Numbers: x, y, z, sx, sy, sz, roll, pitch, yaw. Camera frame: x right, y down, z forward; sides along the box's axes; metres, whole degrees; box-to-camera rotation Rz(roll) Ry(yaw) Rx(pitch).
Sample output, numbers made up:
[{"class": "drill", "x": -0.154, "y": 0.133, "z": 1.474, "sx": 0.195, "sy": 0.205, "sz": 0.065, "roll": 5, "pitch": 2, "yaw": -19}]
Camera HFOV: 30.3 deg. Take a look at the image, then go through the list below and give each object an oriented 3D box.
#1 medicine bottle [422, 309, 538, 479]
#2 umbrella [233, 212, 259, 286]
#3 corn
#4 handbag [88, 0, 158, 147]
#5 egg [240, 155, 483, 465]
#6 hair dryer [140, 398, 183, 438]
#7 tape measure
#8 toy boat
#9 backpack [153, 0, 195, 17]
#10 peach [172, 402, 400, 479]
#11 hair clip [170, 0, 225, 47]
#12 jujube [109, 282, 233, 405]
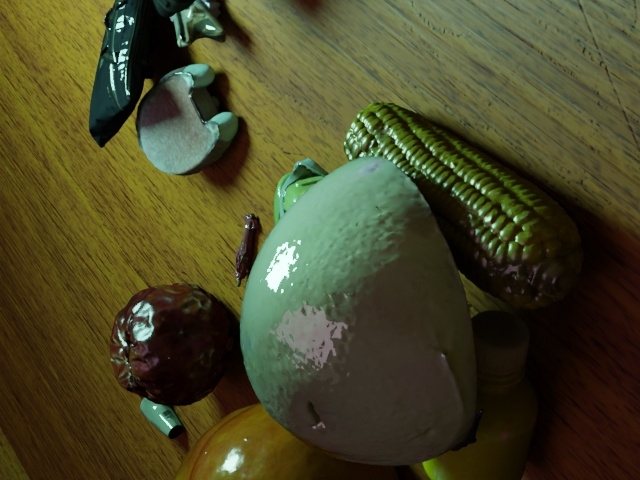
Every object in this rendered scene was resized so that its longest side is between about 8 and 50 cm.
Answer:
[{"class": "medicine bottle", "x": 0.183, "y": 0.178, "z": 1.314, "sx": 0.122, "sy": 0.121, "sz": 0.213, "roll": 44, "pitch": 141, "yaw": 40}, {"class": "umbrella", "x": -0.120, "y": 0.018, "z": 1.860, "sx": 0.165, "sy": 0.025, "sz": 0.027, "roll": 105, "pitch": 159, "yaw": -44}, {"class": "corn", "x": 0.145, "y": -0.045, "z": 1.252, "sx": 0.363, "sy": 0.120, "sz": 0.120, "roll": 46, "pitch": 144, "yaw": 46}, {"class": "handbag", "x": -0.311, "y": -0.300, "z": 1.887, "sx": 0.211, "sy": 0.088, "sz": 0.254, "roll": 142, "pitch": 136, "yaw": -62}, {"class": "egg", "x": 0.017, "y": 0.088, "z": 1.243, "sx": 0.337, "sy": 0.201, "sz": 0.337, "roll": 50, "pitch": 149, "yaw": 46}, {"class": "hair dryer", "x": -0.317, "y": 0.312, "z": 2.373, "sx": 0.106, "sy": 0.054, "sz": 0.154, "roll": 35, "pitch": 132, "yaw": 41}, {"class": "tape measure", "x": 0.000, "y": 0.000, "z": 1.552, "sx": 0.175, "sy": 0.106, "sz": 0.200, "roll": -133, "pitch": 35, "yaw": -61}, {"class": "toy boat", "x": -0.200, "y": -0.187, "z": 1.840, "sx": 0.227, "sy": 0.085, "sz": 0.155, "roll": -30, "pitch": 89, "yaw": 50}, {"class": "backpack", "x": -0.225, "y": -0.514, "z": 1.489, "sx": 0.446, "sy": 0.254, "sz": 0.363, "roll": 60, "pitch": 157, "yaw": 14}, {"class": "peach", "x": -0.058, "y": 0.385, "z": 1.652, "sx": 0.342, "sy": 0.301, "sz": 0.343, "roll": 12, "pitch": 104, "yaw": 55}, {"class": "hair clip", "x": -0.216, "y": -0.373, "z": 1.739, "sx": 0.292, "sy": 0.084, "sz": 0.106, "roll": 58, "pitch": 155, "yaw": 33}, {"class": "jujube", "x": -0.251, "y": 0.180, "z": 2.021, "sx": 0.213, "sy": 0.213, "sz": 0.232, "roll": 69, "pitch": 157, "yaw": 4}]
